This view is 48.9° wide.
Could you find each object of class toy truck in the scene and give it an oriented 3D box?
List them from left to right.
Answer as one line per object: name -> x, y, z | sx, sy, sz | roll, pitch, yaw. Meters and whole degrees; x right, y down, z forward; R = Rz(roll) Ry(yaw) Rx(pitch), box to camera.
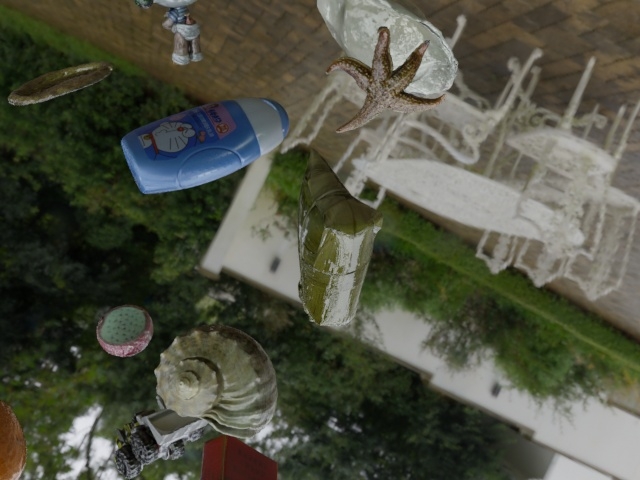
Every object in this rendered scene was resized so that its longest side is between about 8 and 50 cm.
toy truck -> -0.312, 0.365, 1.342 | 0.136, 0.286, 0.111 | -16, -109, -41

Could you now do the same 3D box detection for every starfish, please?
starfish -> 0.115, -0.279, 1.300 | 0.213, 0.238, 0.057 | 32, -158, -9

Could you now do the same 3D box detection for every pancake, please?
pancake -> -0.469, -0.287, 1.279 | 0.199, 0.199, 0.021 | 24, 138, 51

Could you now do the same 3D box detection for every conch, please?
conch -> -0.121, 0.184, 0.912 | 0.155, 0.130, 0.207 | 68, -165, 13

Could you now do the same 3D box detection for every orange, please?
orange -> -0.852, 0.501, 1.652 | 0.312, 0.312, 0.312 | 26, 179, 1

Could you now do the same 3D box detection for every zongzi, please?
zongzi -> 0.001, 0.002, 1.001 | 0.094, 0.204, 0.204 | -6, -143, -21

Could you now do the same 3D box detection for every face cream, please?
face cream -> -0.173, -0.158, 1.119 | 0.149, 0.264, 0.083 | 56, 160, 34

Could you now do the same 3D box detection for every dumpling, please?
dumpling -> 0.144, -0.460, 1.522 | 0.341, 0.181, 0.260 | 62, 170, 3

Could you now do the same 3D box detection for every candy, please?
candy -> -0.362, 0.168, 1.309 | 0.103, 0.103, 0.043 | 25, 147, 24

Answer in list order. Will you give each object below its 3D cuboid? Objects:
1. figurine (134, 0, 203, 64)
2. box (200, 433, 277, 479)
figurine -> -0.234, -0.386, 1.134 | 0.094, 0.197, 0.147 | 28, -140, 29
box -> -0.195, 0.642, 1.663 | 0.197, 0.089, 0.313 | 44, -152, -35
